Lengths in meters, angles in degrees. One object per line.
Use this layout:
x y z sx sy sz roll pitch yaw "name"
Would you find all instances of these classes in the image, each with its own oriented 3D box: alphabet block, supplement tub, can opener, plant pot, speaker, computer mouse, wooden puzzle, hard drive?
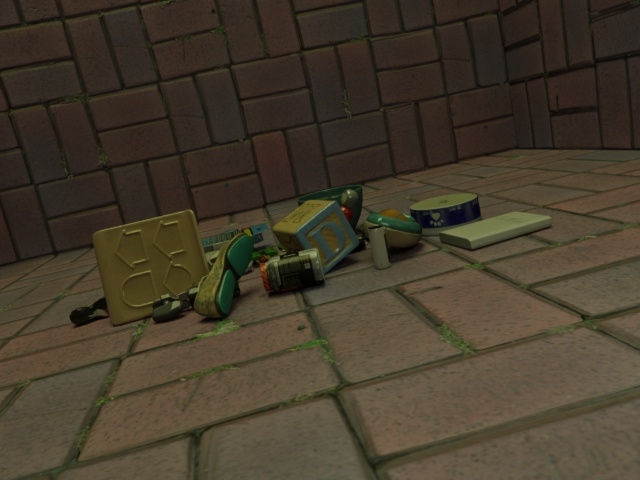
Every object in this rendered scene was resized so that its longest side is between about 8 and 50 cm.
-0.018 -0.015 1.854 0.193 0.192 0.197 -37 22 -21 "alphabet block"
-0.088 0.097 1.677 0.190 0.117 0.117 -12 12 -1 "supplement tub"
-0.393 0.198 1.692 0.283 0.076 0.095 -14 44 -10 "can opener"
0.060 -0.118 2.346 0.290 0.195 0.290 -12 11 3 "plant pot"
0.188 0.020 1.706 0.055 0.136 0.055 -12 11 2 "speaker"
0.108 0.003 2.062 0.262 0.060 0.184 -13 13 -6 "computer mouse"
-0.558 0.088 1.788 0.347 0.322 0.080 -16 -11 -9 "wooden puzzle"
0.588 -0.038 1.803 0.307 0.040 0.203 -15 12 -14 "hard drive"

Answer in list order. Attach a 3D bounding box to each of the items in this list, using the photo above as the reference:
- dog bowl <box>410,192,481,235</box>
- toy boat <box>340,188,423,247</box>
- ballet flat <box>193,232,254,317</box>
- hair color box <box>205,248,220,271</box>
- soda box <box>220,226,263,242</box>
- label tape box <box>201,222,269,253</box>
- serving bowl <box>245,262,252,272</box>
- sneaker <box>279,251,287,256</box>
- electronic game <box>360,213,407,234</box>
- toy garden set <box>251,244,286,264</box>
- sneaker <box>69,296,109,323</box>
0.485 -0.103 2.065 0.264 0.104 0.265 -11 12 2 "dog bowl"
0.199 -0.075 1.864 0.318 0.148 0.267 19 9 27 "toy boat"
-0.308 0.100 1.662 0.123 0.123 0.349 -8 39 19 "ballet flat"
-0.511 0.139 1.928 0.374 0.114 0.185 -14 11 -13 "hair color box"
-0.395 -0.021 2.664 0.210 0.071 0.067 -6 13 29 "soda box"
-0.387 0.024 2.359 0.333 0.106 0.240 -14 11 -8 "label tape box"
-0.302 0.112 2.047 0.083 0.027 0.083 -11 12 3 "serving bowl"
-0.061 0.053 1.997 0.185 0.070 0.084 -26 18 -23 "sneaker"
0.279 -0.063 2.223 0.229 0.048 0.229 -10 20 3 "electronic game"
-0.156 0.058 2.114 0.244 0.049 0.204 -15 10 -15 "toy garden set"
-0.780 0.238 1.855 0.178 0.072 0.077 -11 0 -24 "sneaker"
